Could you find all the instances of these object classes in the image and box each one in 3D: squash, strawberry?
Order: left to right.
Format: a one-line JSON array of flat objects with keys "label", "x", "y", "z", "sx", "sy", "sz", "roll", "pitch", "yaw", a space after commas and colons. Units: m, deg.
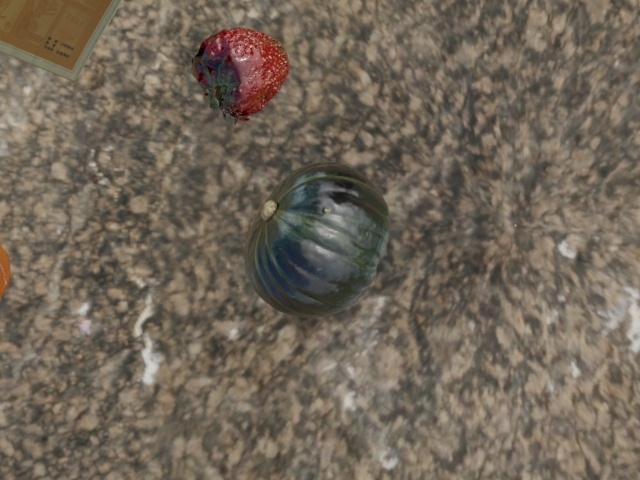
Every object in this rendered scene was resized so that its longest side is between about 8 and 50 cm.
[{"label": "strawberry", "x": -0.084, "y": -0.183, "z": 0.917, "sx": 0.106, "sy": 0.106, "sz": 0.106, "roll": 0, "pitch": 91, "yaw": 13}, {"label": "squash", "x": -0.004, "y": -0.001, "z": 1.144, "sx": 0.172, "sy": 0.218, "sz": 0.218, "roll": 30, "pitch": 98, "yaw": -8}]

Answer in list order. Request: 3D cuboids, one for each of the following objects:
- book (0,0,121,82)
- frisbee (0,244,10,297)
[{"label": "book", "x": -0.289, "y": -0.310, "z": 0.968, "sx": 0.018, "sy": 0.170, "sz": 0.242, "roll": 44, "pitch": 105, "yaw": 33}, {"label": "frisbee", "x": -0.459, "y": 0.032, "z": 0.980, "sx": 0.192, "sy": 0.192, "sz": 0.035, "roll": 27, "pitch": 137, "yaw": 11}]
